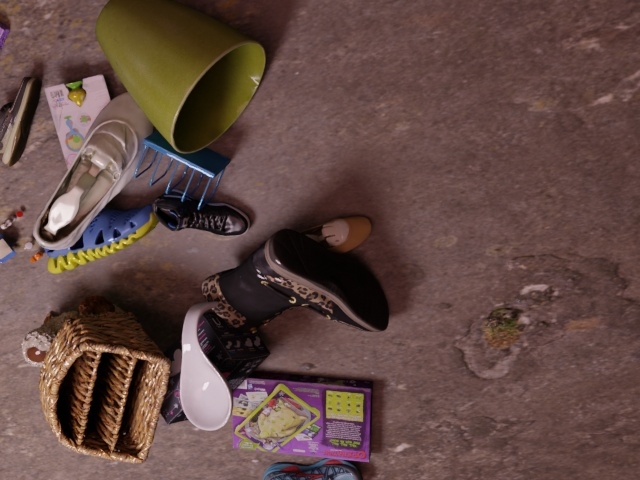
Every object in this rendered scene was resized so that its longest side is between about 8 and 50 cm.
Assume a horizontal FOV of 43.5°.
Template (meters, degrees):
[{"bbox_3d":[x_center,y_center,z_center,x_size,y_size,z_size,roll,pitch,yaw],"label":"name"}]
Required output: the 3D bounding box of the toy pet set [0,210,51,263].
[{"bbox_3d":[-0.740,0.006,1.952,0.114,0.065,0.122,-38,104,-16],"label":"toy pet set"}]

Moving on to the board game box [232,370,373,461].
[{"bbox_3d":[-0.046,0.431,1.975,0.346,0.056,0.208,4,105,9],"label":"board game box"}]

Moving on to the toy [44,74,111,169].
[{"bbox_3d":[-0.518,-0.244,1.812,0.136,0.056,0.237,-13,106,3],"label":"toy"}]

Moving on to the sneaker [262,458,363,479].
[{"bbox_3d":[-0.024,0.620,1.992,0.261,0.125,0.104,-10,107,13],"label":"sneaker"}]

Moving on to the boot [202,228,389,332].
[{"bbox_3d":[-0.055,0.130,1.813,0.284,0.138,0.377,-26,138,37],"label":"boot"}]

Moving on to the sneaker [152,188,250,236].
[{"bbox_3d":[-0.275,-0.043,1.809,0.216,0.121,0.079,17,112,4],"label":"sneaker"}]

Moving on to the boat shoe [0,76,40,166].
[{"bbox_3d":[-0.701,-0.276,1.825,0.073,0.080,0.224,24,116,-4],"label":"boat shoe"}]

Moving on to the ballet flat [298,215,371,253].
[{"bbox_3d":[0.000,0.000,1.792,0.232,0.073,0.080,-21,70,16],"label":"ballet flat"}]

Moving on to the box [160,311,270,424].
[{"bbox_3d":[-0.271,0.294,1.886,0.247,0.163,0.142,-46,66,21],"label":"box"}]

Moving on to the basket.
[{"bbox_3d":[-0.496,0.339,1.803,0.223,0.213,0.299,40,119,42],"label":"basket"}]

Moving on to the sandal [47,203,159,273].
[{"bbox_3d":[-0.522,-0.028,1.857,0.317,0.126,0.138,-18,100,16],"label":"sandal"}]

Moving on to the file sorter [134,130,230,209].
[{"bbox_3d":[-0.309,-0.159,1.778,0.170,0.118,0.104,27,113,0],"label":"file sorter"}]

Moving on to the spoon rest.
[{"bbox_3d":[-0.254,0.272,1.734,0.137,0.084,0.276,-9,84,30],"label":"spoon rest"}]

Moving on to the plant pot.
[{"bbox_3d":[-0.311,-0.376,1.645,0.293,0.275,0.275,40,111,11],"label":"plant pot"}]

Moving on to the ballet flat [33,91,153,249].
[{"bbox_3d":[-0.489,-0.141,1.738,0.139,0.139,0.400,35,94,-3],"label":"ballet flat"}]

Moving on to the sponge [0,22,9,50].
[{"bbox_3d":[-0.810,-0.485,1.797,0.210,0.031,0.117,36,111,-3],"label":"sponge"}]

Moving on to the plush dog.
[{"bbox_3d":[-0.568,0.233,1.949,0.225,0.211,0.262,-20,133,1],"label":"plush dog"}]
